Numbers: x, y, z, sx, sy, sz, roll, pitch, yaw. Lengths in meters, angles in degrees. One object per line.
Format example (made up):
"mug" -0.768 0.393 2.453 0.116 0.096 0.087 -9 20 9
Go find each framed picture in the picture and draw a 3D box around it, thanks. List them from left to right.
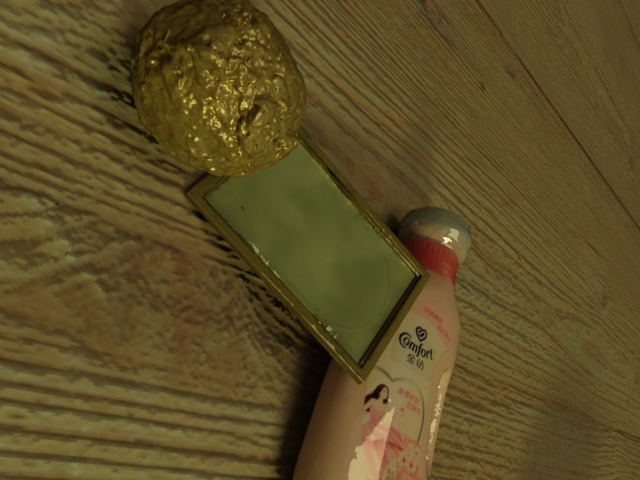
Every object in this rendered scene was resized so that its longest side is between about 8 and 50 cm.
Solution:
"framed picture" 0.000 0.000 0.505 0.201 0.010 0.136 48 51 -9

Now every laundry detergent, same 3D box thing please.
"laundry detergent" 0.075 0.120 0.579 0.159 0.087 0.335 46 54 -37

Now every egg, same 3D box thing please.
"egg" -0.065 -0.103 0.408 0.140 0.118 0.116 22 89 -63
